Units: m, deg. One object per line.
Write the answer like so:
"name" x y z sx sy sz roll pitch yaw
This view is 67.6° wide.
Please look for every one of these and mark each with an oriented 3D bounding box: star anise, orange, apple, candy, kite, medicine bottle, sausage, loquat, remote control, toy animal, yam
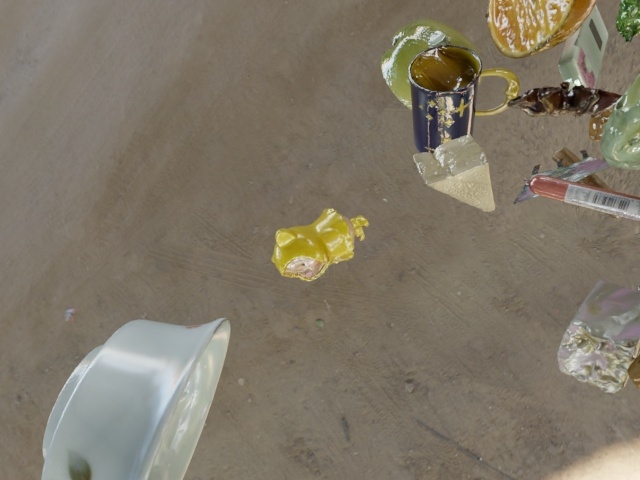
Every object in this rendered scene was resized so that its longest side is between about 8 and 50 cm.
"star anise" 0.603 -0.344 1.170 0.288 0.288 0.088 11 107 28
"orange" 0.530 -0.592 1.160 0.310 0.274 0.274 -21 79 46
"apple" 0.406 -0.634 1.756 0.360 0.320 0.311 35 111 -6
"candy" 0.615 0.197 1.019 0.137 0.195 0.184 27 141 36
"kite" 0.551 -0.162 1.106 0.204 0.360 0.022 -23 96 28
"medicine bottle" 0.344 -0.528 1.327 0.047 0.083 0.047 -27 40 26
"sausage" 0.369 -0.048 0.603 0.223 0.029 0.029 22 100 32
"loquat" 0.788 -0.311 1.281 0.137 0.137 0.112 -13 106 28
"remote control" 0.748 -0.540 1.353 0.050 0.145 0.344 -10 40 49
"toy animal" -0.001 0.003 1.103 0.156 0.230 0.156 162 90 -72
"yam" 0.713 -0.153 1.268 0.057 0.057 0.241 -46 72 21

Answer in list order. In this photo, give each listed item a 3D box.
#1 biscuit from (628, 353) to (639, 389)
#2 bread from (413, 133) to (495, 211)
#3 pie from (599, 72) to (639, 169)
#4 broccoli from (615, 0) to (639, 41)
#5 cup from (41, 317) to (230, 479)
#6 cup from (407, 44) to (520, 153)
"biscuit" 0.493 0.099 0.534 0.283 0.432 0.064 -32 74 -11
"bread" 0.232 -0.097 0.819 0.105 0.152 0.077 -22 51 11
"pie" 0.403 -0.181 0.471 0.306 0.306 0.071 -46 68 21
"broccoli" 0.760 -0.441 0.893 0.310 0.413 0.321 -39 74 14
"cup" -0.265 0.254 0.678 0.163 0.347 0.347 17 99 0
"cup" 0.362 -0.340 1.247 0.255 0.256 0.178 18 63 24
